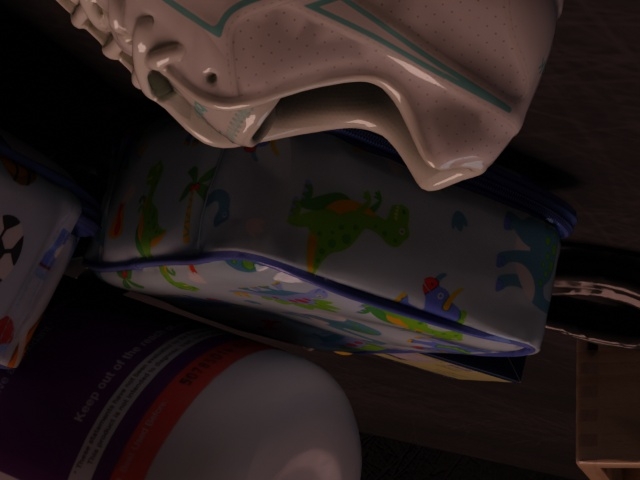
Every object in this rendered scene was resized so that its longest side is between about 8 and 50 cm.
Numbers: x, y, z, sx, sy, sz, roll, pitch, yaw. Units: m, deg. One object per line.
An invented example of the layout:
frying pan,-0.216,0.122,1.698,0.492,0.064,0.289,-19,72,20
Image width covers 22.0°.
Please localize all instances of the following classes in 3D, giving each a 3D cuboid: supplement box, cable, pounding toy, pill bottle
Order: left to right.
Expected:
pill bottle,-0.153,0.105,0.856,0.323,0.181,0.181,18,173,27
cable,0.063,0.011,0.918,0.287,0.072,0.139,-9,131,36
supplement box,0.078,0.053,1.051,0.083,0.056,0.083,19,169,-24
pounding toy,0.248,0.085,0.909,0.206,0.094,0.181,-2,162,17

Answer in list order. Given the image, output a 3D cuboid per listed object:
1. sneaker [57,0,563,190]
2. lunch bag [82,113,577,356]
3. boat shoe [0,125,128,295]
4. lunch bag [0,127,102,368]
sneaker,-0.026,-0.053,0.315,0.152,0.061,0.054,16,173,-3
lunch bag,0.000,0.000,0.765,0.176,0.090,0.219,20,169,-25
boat shoe,-0.150,-0.004,0.981,0.079,0.084,0.233,12,167,17
lunch bag,-0.248,-0.053,0.687,0.243,0.115,0.303,31,177,26
